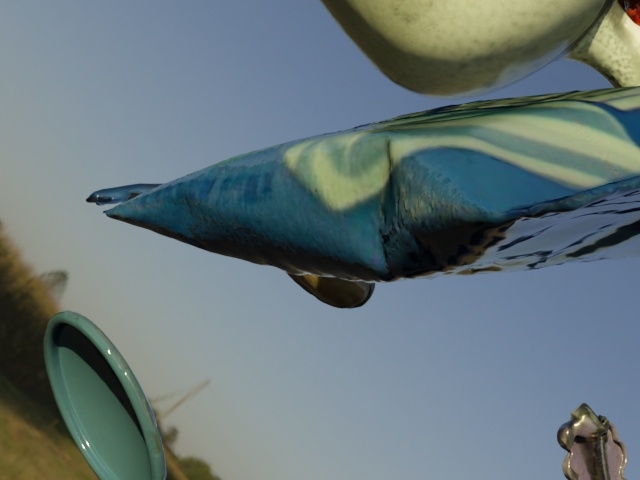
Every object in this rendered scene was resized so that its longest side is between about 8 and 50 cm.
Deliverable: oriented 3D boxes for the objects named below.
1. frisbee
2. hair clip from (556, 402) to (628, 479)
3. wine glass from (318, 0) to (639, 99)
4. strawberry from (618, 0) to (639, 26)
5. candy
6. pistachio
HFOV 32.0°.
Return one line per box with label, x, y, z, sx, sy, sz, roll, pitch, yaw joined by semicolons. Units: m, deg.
frisbee;-0.277;0.220;1.484;0.289;0.049;0.289;32;-46;40
hair clip;0.370;0.299;1.449;0.052;0.124;0.195;-1;-67;52
wine glass;0.141;-0.172;0.761;0.323;0.238;0.238;37;-14;-3
strawberry;0.417;-0.250;1.130;0.312;0.267;0.351;-22;-64;45
candy;0.047;-0.021;0.481;0.331;0.187;0.077;0;-84;56
pistachio;0.000;0.000;1.350;0.185;0.126;0.108;51;19;17
